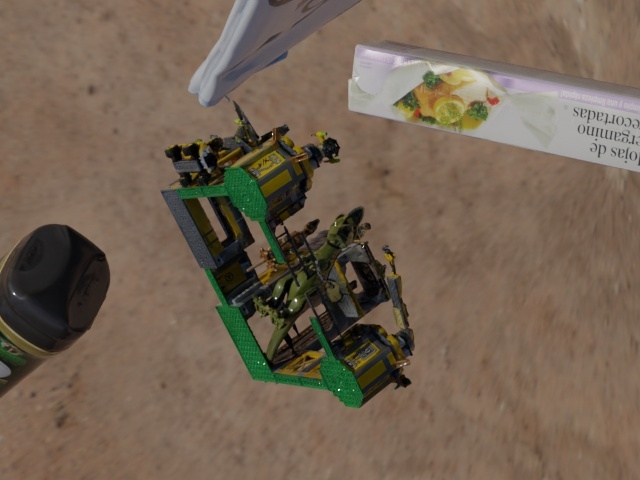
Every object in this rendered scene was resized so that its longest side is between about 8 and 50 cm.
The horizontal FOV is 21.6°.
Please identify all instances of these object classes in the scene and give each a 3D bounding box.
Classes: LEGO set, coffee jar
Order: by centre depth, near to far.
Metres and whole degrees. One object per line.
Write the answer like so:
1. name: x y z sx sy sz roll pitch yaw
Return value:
1. coffee jar: -0.239 0.062 1.292 0.079 0.096 0.184 38 135 -18
2. LEGO set: 0.000 0.000 1.735 0.192 0.255 0.331 -36 101 -29

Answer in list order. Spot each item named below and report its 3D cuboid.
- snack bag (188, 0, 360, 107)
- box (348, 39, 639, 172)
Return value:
1. snack bag: 0.082 -0.229 0.882 0.323 0.342 0.037 -38 83 -25
2. box: 0.180 -0.115 1.448 0.324 0.067 0.063 14 108 24
